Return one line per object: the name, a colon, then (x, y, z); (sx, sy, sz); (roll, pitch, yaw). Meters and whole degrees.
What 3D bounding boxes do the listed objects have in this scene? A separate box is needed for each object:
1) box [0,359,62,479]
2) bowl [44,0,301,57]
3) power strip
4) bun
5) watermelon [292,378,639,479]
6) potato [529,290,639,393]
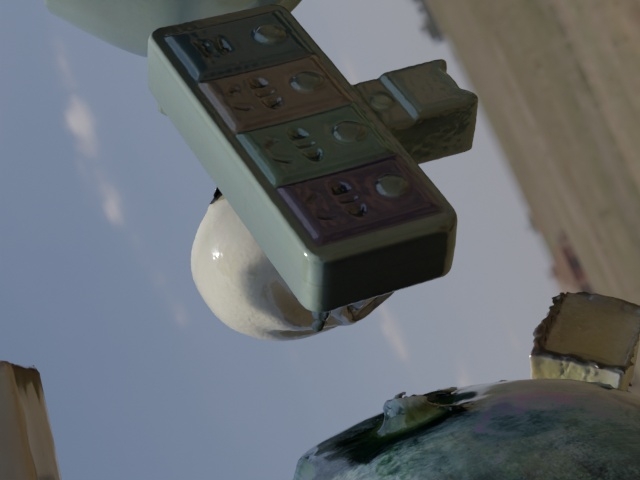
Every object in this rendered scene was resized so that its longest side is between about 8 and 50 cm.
box: (-0.126, 0.225, 0.418); (0.051, 0.204, 0.365); (75, -178, -84)
bowl: (-0.070, -0.243, 1.523); (0.146, 0.289, 0.289); (41, -173, 1)
power strip: (0.011, -0.052, 1.028); (0.061, 0.145, 0.216); (93, 152, -42)
bun: (0.000, 0.000, 1.321); (0.120, 0.173, 0.173); (39, 179, 17)
watermelon: (0.100, 0.122, 0.923); (0.175, 0.188, 0.322); (54, 158, -13)
potato: (0.205, 0.088, 1.450); (0.122, 0.086, 0.061); (-50, -29, -62)
